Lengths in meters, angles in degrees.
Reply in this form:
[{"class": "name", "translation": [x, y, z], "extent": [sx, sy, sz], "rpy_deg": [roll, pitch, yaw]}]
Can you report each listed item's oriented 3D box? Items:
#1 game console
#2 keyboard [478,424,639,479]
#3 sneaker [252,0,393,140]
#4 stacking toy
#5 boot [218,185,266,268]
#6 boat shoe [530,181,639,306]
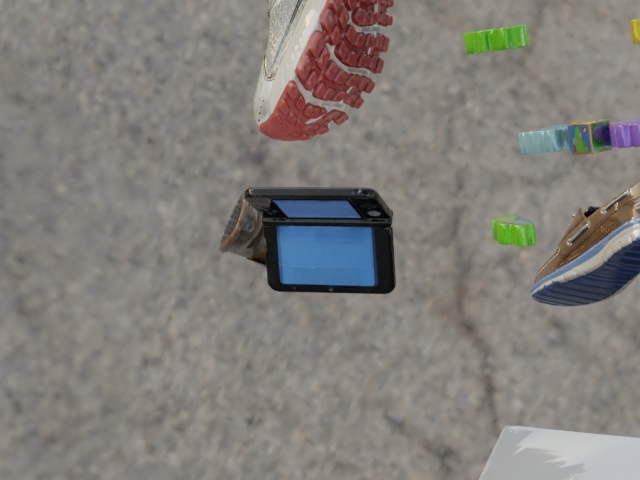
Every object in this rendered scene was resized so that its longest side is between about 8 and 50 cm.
[{"class": "game console", "translation": [0.000, 0.000, 1.556], "extent": [0.122, 0.107, 0.071], "rpy_deg": [0, 74, 15]}, {"class": "keyboard", "translation": [0.204, 0.136, 0.940], "extent": [0.256, 0.014, 0.072], "rpy_deg": [3, 35, 30]}, {"class": "sneaker", "translation": [-0.003, -0.166, 1.105], "extent": [0.092, 0.088, 0.225], "rpy_deg": [6, 70, 27]}, {"class": "stacking toy", "translation": [0.201, -0.078, 1.275], "extent": [0.052, 0.167, 0.221], "rpy_deg": [-14, 10, -40]}, {"class": "boot", "translation": [-0.050, -0.003, 1.919], "extent": [0.106, 0.082, 0.219], "rpy_deg": [24, -1, 0]}, {"class": "boat shoe", "translation": [0.246, 0.004, 1.522], "extent": [0.066, 0.183, 0.066], "rpy_deg": [13, 63, -27]}]
